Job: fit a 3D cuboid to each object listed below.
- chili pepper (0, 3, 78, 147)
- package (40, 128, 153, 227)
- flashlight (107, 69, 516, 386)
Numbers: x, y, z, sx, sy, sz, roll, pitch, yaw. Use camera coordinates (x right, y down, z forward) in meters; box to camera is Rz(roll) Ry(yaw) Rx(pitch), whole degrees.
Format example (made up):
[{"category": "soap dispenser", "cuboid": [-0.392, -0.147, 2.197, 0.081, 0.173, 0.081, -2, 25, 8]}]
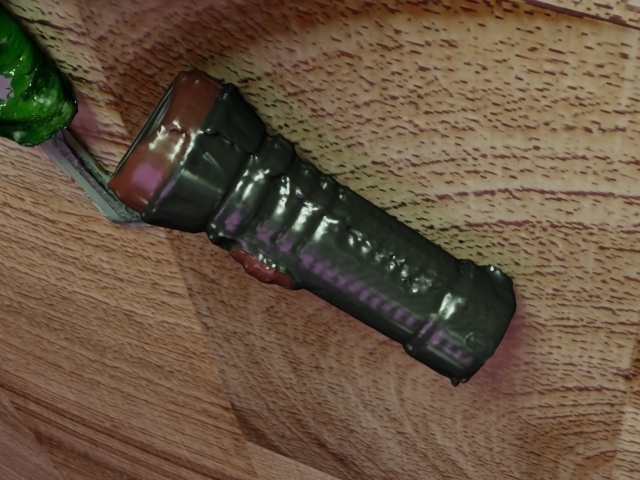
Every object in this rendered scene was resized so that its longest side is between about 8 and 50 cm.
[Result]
[{"category": "chili pepper", "cuboid": [-0.214, -0.138, 0.712, 0.098, 0.061, 0.224, 19, 154, 34]}, {"category": "package", "cuboid": [-0.155, -0.043, 0.863, 0.037, 0.015, 0.110, 1, 140, 44]}, {"category": "flashlight", "cuboid": [0.000, 0.000, 0.715, 0.232, 0.093, 0.093, 34, 152, -10]}]
